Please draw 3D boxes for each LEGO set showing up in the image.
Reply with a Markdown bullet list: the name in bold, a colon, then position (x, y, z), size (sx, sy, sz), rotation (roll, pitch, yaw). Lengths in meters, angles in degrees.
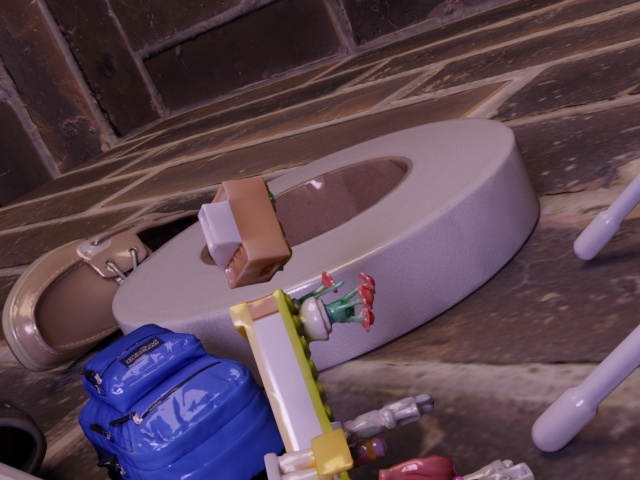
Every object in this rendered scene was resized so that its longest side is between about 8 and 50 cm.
- **LEGO set**: position (0.029, 0.077, 0.377), size (0.107, 0.132, 0.287), rotation (-20, 38, -2)

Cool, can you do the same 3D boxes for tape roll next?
- **tape roll**: position (0.000, 0.000, 0.770), size (0.392, 0.072, 0.392), rotation (-23, 17, 7)

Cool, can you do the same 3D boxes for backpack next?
- **backpack**: position (-0.088, 0.108, 0.508), size (0.098, 0.101, 0.120), rotation (-40, 24, -24)

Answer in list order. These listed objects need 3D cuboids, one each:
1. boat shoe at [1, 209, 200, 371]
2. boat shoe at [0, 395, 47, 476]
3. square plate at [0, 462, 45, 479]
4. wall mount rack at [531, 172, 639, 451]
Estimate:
- **boat shoe**: position (-0.210, 0.036, 0.903), size (0.098, 0.109, 0.302), rotation (-17, 12, 29)
- **boat shoe**: position (-0.331, 0.203, 0.539), size (0.335, 0.112, 0.096), rotation (-33, 13, -37)
- **square plate**: position (-0.238, 0.184, 0.349), size (0.347, 0.049, 0.344), rotation (7, 23, 33)
- **wall mount rack**: position (0.251, -0.025, 0.408), size (0.304, 0.130, 0.350), rotation (-12, 20, 28)
